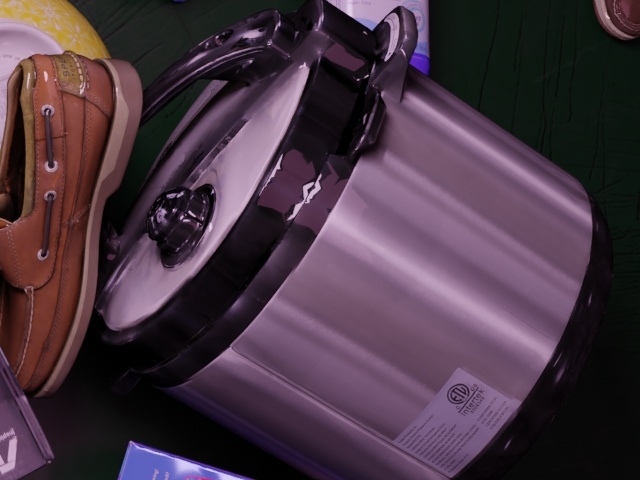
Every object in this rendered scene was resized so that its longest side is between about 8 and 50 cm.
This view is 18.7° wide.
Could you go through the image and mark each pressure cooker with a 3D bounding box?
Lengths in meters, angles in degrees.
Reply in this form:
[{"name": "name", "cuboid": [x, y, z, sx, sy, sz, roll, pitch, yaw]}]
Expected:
[{"name": "pressure cooker", "cuboid": [0.001, 0.002, 1.714, 0.420, 0.375, 0.370, 31, 72, -20]}]

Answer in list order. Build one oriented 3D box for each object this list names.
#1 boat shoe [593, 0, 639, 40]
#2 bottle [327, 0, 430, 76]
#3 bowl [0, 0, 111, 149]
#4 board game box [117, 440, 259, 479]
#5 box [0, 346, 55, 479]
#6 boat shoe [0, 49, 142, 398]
[{"name": "boat shoe", "cuboid": [0.370, -0.340, 2.102, 0.095, 0.095, 0.257, 26, 72, -20]}, {"name": "bottle", "cuboid": [0.048, -0.283, 1.937, 0.118, 0.092, 0.283, 4, 80, -27]}, {"name": "bowl", "cuboid": [-0.291, -0.118, 1.712, 0.289, 0.156, 0.289, 4, 81, -26]}, {"name": "board game box", "cuboid": [-0.103, 0.373, 1.686, 0.233, 0.078, 0.347, 17, 84, 6]}, {"name": "box", "cuboid": [-0.459, 0.128, 1.547, 0.395, 0.097, 0.318, -27, 94, -22]}, {"name": "boat shoe", "cuboid": [-0.242, -0.014, 1.621, 0.104, 0.111, 0.307, 4, 109, -33]}]
